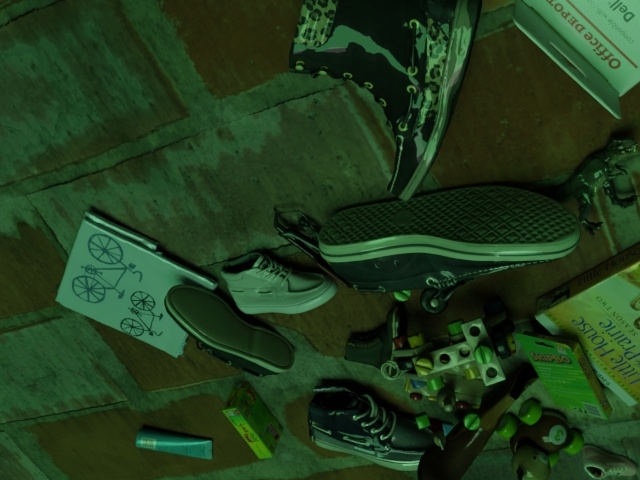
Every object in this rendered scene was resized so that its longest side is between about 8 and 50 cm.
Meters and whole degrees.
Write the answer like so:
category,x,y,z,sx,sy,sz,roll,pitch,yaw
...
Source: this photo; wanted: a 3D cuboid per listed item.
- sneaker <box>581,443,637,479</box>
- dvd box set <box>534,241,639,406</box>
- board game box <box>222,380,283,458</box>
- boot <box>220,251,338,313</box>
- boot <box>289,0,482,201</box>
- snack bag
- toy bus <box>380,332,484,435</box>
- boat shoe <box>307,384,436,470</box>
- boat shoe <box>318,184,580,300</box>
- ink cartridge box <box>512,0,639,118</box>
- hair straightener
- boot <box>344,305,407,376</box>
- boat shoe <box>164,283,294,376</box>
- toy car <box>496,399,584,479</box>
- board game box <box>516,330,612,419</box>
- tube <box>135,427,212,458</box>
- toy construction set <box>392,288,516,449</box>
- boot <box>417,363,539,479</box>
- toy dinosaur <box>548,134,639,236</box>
category,x,y,z,sx,sy,sz,roll,pitch,yaw
sneaker,0.649,0.515,1.903,0.134,0.070,0.051,23,129,-1
dvd box set,0.667,0.131,1.597,0.307,0.062,0.420,42,128,-15
board game box,-0.167,0.448,2.109,0.043,0.092,0.181,-16,120,28
boot,-0.096,0.084,1.791,0.258,0.095,0.123,-11,124,31
boot,0.089,-0.266,1.427,0.284,0.138,0.377,17,127,4
snack bag,-0.429,0.111,1.969,0.343,0.037,0.323,26,131,-7
toy bus,0.257,0.296,1.827,0.191,0.104,0.202,-34,89,3
boat shoe,0.125,0.431,1.972,0.341,0.127,0.158,4,136,16
boat shoe,0.236,0.013,1.577,0.500,0.186,0.156,-6,128,30
ink cartridge box,0.377,-0.337,1.131,0.207,0.353,0.119,38,129,-13
hair straightener,0.000,0.000,1.740,0.230,0.047,0.089,39,116,-7
boot,0.114,0.215,1.847,0.137,0.077,0.197,12,129,16
boat shoe,-0.223,0.217,1.918,0.340,0.127,0.113,28,137,-27
toy car,0.475,0.478,1.853,0.155,0.188,0.149,36,130,-11
board game box,0.498,0.270,1.727,0.124,0.039,0.259,10,147,45
tube,-0.396,0.554,2.304,0.207,0.052,0.080,9,134,5
toy construction set,0.261,0.255,1.645,0.258,0.237,0.308,4,96,4
boot,0.344,0.409,1.802,0.096,0.264,0.280,48,134,15
toy dinosaur,0.478,-0.082,1.495,0.118,0.064,0.268,46,131,-1
